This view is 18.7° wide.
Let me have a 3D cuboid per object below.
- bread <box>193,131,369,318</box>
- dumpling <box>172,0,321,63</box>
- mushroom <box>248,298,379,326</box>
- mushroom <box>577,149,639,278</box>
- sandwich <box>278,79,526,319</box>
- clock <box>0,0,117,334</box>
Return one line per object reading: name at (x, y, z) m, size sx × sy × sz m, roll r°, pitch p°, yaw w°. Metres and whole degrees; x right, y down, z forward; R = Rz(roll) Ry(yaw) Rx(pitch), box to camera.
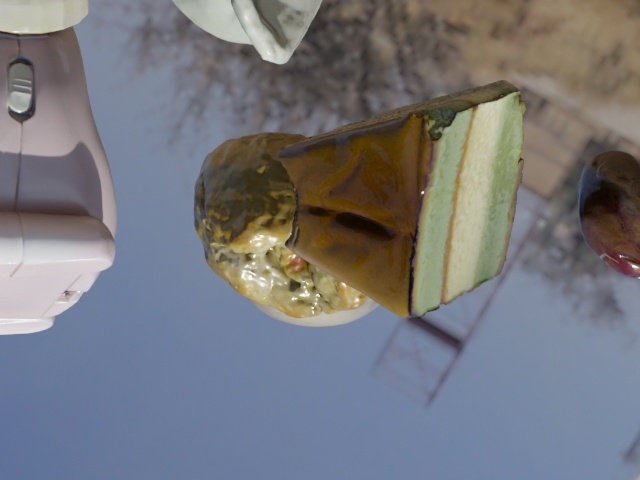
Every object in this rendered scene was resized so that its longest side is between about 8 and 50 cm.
bread at (-0.032, -0.008, 2.099) m, size 0.244 × 0.134 × 0.244 m, roll 14°, pitch 145°, yaw 10°
dumpling at (-0.060, -0.209, 1.265) m, size 0.151 × 0.124 × 0.229 m, roll 49°, pitch -166°, yaw -35°
mushroom at (-0.011, 0.014, 2.386) m, size 0.206 × 0.206 × 0.209 m, roll 44°, pitch 157°, yaw 58°
mushroom at (0.318, -0.009, 1.967) m, size 0.170 × 0.080 × 0.135 m, roll 50°, pitch 170°, yaw 11°
sandwich at (0.074, -0.075, 1.885) m, size 0.198 × 0.227 × 0.155 m, roll 32°, pitch -141°, yaw 34°
clock at (-0.299, -0.097, 1.762) m, size 0.184 × 0.325 × 0.342 m, roll -2°, pitch 165°, yaw -28°
